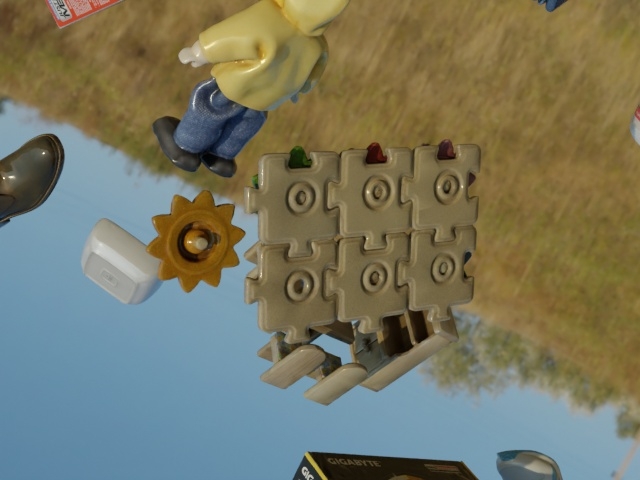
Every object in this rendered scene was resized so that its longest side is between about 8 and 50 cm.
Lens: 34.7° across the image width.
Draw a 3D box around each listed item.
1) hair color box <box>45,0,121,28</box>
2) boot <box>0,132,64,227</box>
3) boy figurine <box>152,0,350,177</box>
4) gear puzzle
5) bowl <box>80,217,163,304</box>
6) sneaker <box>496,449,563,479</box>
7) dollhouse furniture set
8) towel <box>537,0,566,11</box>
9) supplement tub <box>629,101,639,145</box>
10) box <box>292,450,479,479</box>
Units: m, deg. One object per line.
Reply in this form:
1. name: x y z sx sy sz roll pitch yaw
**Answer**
1. hair color box: -0.189 -0.270 1.019 0.167 0.053 0.093 -10 -158 37
2. boot: -0.428 -0.066 1.334 0.106 0.219 0.082 -16 -106 -56
3. boy figurine: -0.067 -0.193 1.071 0.177 0.285 0.092 4 -137 -47
4. gear puzzle: 0.000 0.000 0.926 0.339 0.176 0.044 -6 -167 -30
5. bowl: -0.323 0.044 1.640 0.142 0.053 0.142 37 147 -2
6. sneaker: 0.353 0.420 1.670 0.087 0.092 0.229 -13 131 33
7. dollhouse furniture set: 0.041 0.094 1.381 0.242 0.161 0.212 26 -142 -36
8. towel: 0.284 -0.324 1.165 0.029 0.119 0.067 36 -133 21
9. supplement tub: 0.565 -0.229 1.403 0.191 0.272 0.191 17 -155 -9
10. box: 0.150 0.420 1.496 0.322 0.079 0.257 12 -158 -35
